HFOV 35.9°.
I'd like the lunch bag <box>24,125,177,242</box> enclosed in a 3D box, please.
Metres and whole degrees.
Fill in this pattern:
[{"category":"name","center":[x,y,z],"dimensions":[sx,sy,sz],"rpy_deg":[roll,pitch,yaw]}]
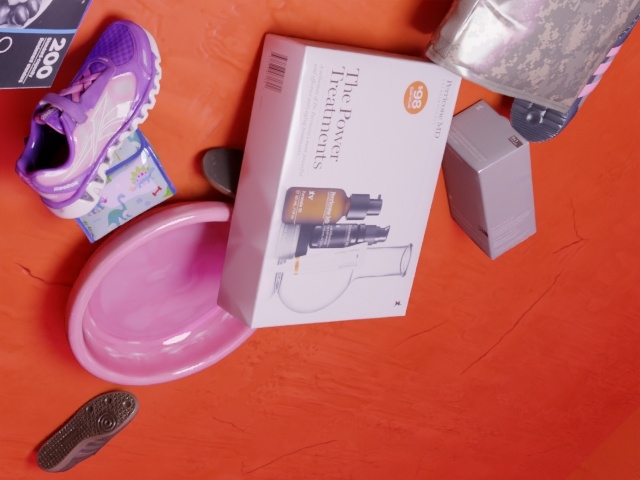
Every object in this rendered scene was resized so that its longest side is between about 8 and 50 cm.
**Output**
[{"category":"lunch bag","center":[-0.268,-0.095,1.209],"dimensions":[0.129,0.096,0.151],"rpy_deg":[-31,124,-6]}]

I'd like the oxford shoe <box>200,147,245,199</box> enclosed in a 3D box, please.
[{"category":"oxford shoe","center":[-0.092,-0.068,1.394],"dimensions":[0.212,0.076,0.076],"rpy_deg":[22,151,-39]}]

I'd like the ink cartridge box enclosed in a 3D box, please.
[{"category":"ink cartridge box","center":[-0.280,-0.248,1.006],"dimensions":[0.206,0.045,0.208],"rpy_deg":[-57,166,24]}]

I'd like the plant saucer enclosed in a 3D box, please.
[{"category":"plant saucer","center":[-0.212,0.066,1.421],"dimensions":[0.332,0.084,0.332],"rpy_deg":[-22,139,-20]}]

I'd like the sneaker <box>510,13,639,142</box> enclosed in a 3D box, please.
[{"category":"sneaker","center":[0.403,-0.298,1.540],"dimensions":[0.319,0.112,0.131],"rpy_deg":[-56,169,14]}]

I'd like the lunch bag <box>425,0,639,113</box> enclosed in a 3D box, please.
[{"category":"lunch bag","center":[0.283,-0.323,1.342],"dimensions":[0.287,0.169,0.235],"rpy_deg":[6,126,-47]}]

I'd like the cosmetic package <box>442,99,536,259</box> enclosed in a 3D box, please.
[{"category":"cosmetic package","center":[0.271,-0.095,1.601],"dimensions":[0.107,0.127,0.238],"rpy_deg":[-33,140,-6]}]

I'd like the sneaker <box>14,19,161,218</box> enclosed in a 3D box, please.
[{"category":"sneaker","center":[-0.263,-0.143,1.099],"dimensions":[0.236,0.095,0.104],"rpy_deg":[-65,152,-4]}]

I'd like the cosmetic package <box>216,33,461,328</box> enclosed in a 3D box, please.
[{"category":"cosmetic package","center":[0.029,-0.075,1.360],"dimensions":[0.284,0.097,0.377],"rpy_deg":[-2,111,-41]}]

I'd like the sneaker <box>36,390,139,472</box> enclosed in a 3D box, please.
[{"category":"sneaker","center":[-0.363,0.303,1.577],"dimensions":[0.188,0.066,0.071],"rpy_deg":[-33,159,3]}]
